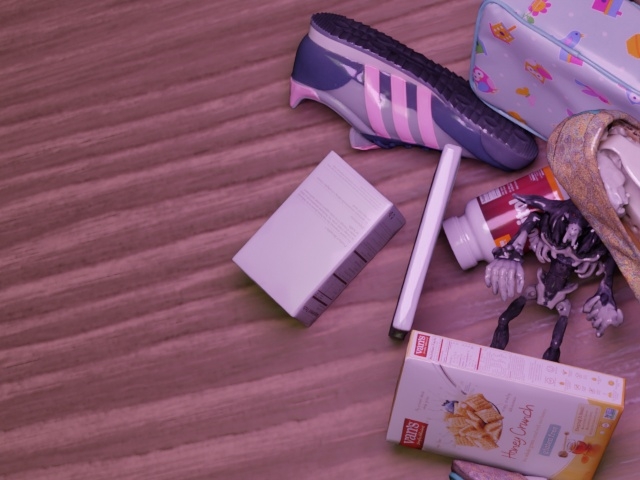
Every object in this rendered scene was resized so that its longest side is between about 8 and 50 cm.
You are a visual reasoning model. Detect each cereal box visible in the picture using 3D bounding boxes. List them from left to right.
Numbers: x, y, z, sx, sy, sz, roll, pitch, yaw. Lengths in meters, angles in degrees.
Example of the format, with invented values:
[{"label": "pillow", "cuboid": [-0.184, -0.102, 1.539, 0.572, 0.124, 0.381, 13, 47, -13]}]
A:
[{"label": "cereal box", "cuboid": [0.201, 0.190, 1.639, 0.240, 0.173, 0.047, 12, 50, 4]}]

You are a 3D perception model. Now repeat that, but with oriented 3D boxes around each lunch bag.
[{"label": "lunch bag", "cuboid": [0.300, -0.182, 1.659, 0.279, 0.224, 0.108, 35, 71, 18]}]

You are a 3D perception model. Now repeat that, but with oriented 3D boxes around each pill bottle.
[{"label": "pill bottle", "cuboid": [0.225, -0.023, 1.733, 0.152, 0.086, 0.086, -24, 76, 8]}]

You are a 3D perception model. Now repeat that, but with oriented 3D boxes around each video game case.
[{"label": "video game case", "cuboid": [0.119, 0.007, 1.696, 0.023, 0.193, 0.212, 16, 84, 3]}]

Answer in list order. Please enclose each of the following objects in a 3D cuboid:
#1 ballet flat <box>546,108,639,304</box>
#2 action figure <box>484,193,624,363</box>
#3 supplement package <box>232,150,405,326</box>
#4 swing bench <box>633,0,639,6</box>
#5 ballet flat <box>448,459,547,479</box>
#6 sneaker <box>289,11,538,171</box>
[{"label": "ballet flat", "cuboid": [0.372, 0.006, 1.560, 0.123, 0.123, 0.348, -37, 93, 4]}, {"label": "action figure", "cuboid": [0.262, 0.054, 1.643, 0.164, 0.141, 0.275, 19, 110, 5]}, {"label": "supplement package", "cuboid": [0.000, 0.000, 1.769, 0.105, 0.105, 0.179, 43, 91, 15]}, {"label": "swing bench", "cuboid": [0.363, -0.322, 1.652, 0.255, 0.253, 0.165, 35, 68, 16]}, {"label": "ballet flat", "cuboid": [0.281, 0.343, 1.657, 0.106, 0.107, 0.316, -41, 80, -12]}, {"label": "sneaker", "cuboid": [0.107, -0.150, 1.791, 0.319, 0.112, 0.131, 32, 117, 11]}]
